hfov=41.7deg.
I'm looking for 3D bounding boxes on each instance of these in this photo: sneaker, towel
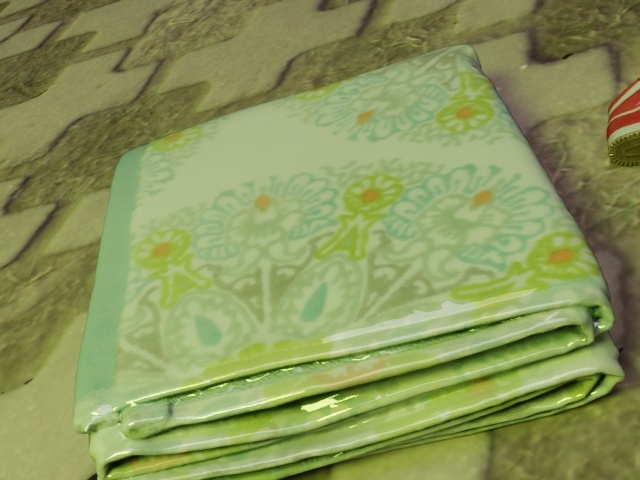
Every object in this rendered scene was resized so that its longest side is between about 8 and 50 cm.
[{"bbox_3d":[0.272,-0.096,0.624,0.118,0.042,0.067,-9,42,19],"label":"sneaker"},{"bbox_3d":[0.000,0.000,0.605,0.321,0.090,0.374,-15,37,4],"label":"towel"}]
